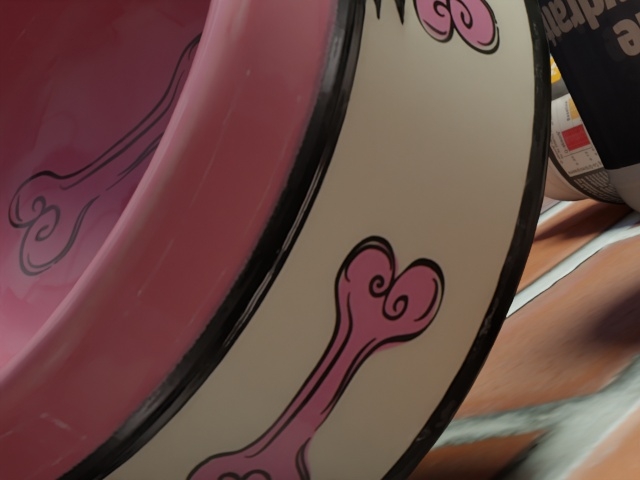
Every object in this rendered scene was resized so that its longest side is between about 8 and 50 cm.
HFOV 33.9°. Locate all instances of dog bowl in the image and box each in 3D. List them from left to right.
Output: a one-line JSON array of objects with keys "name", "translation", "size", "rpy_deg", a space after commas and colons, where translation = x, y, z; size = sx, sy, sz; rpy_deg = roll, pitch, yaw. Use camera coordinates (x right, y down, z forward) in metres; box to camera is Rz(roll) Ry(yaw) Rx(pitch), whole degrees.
[{"name": "dog bowl", "translation": [-0.110, -0.043, 0.489], "size": [0.408, 0.407, 0.150], "rpy_deg": [-24, -35, 31]}]

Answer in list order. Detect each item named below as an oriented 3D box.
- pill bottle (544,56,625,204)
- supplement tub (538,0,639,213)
[{"name": "pill bottle", "translation": [0.280, -0.117, 0.890], "size": [0.162, 0.162, 0.278], "rpy_deg": [-27, 3, -20]}, {"name": "supplement tub", "translation": [0.214, -0.130, 0.549], "size": [0.191, 0.272, 0.191], "rpy_deg": [-26, 3, 1]}]
